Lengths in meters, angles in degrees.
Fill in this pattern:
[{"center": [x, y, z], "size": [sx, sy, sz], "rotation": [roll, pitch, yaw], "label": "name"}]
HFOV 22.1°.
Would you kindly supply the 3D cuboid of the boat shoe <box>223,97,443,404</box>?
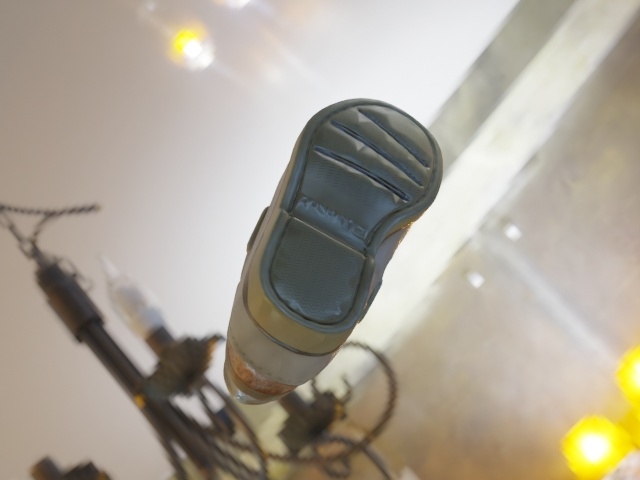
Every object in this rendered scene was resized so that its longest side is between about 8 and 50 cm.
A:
[{"center": [0.000, 0.000, 1.174], "size": [0.103, 0.113, 0.302], "rotation": [-55, 0, 37], "label": "boat shoe"}]
